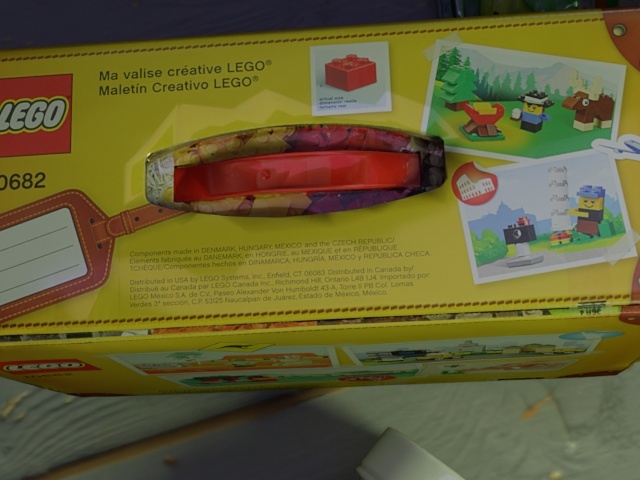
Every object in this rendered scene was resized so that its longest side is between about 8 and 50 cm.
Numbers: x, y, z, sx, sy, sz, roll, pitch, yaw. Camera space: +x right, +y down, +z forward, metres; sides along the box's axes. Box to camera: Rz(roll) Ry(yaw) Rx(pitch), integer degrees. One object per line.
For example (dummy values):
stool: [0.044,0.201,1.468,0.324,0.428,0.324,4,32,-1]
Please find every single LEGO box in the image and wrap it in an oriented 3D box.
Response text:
LEGO box: [0.000,0.000,0.825,0.501,0.372,0.193,-3,77,4]

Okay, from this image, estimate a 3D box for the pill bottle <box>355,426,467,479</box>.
pill bottle: [0.022,0.298,0.863,0.161,0.161,0.283,36,83,12]

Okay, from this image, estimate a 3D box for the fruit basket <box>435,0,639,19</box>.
fruit basket: [0.177,-0.273,0.881,0.166,0.353,0.326,-5,77,3]
